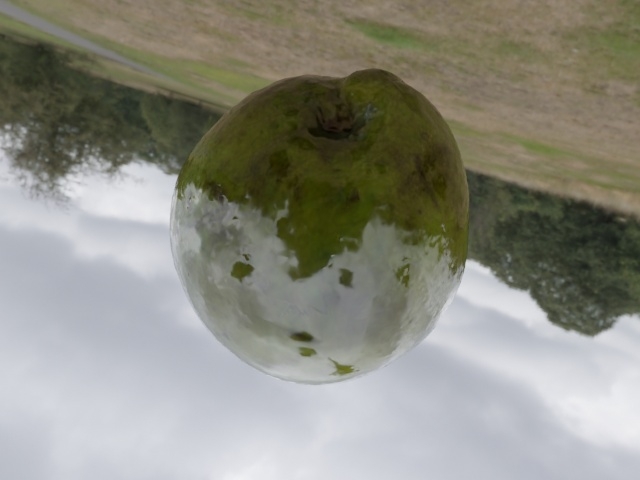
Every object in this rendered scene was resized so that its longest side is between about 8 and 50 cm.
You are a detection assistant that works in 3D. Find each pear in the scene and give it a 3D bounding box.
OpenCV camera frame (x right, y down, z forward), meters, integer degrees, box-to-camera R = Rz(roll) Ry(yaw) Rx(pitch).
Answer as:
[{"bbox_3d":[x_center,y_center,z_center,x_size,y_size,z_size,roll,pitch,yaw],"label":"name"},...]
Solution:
[{"bbox_3d":[0.000,0.000,0.848,0.351,0.413,0.352,4,-133,-5],"label":"pear"}]
